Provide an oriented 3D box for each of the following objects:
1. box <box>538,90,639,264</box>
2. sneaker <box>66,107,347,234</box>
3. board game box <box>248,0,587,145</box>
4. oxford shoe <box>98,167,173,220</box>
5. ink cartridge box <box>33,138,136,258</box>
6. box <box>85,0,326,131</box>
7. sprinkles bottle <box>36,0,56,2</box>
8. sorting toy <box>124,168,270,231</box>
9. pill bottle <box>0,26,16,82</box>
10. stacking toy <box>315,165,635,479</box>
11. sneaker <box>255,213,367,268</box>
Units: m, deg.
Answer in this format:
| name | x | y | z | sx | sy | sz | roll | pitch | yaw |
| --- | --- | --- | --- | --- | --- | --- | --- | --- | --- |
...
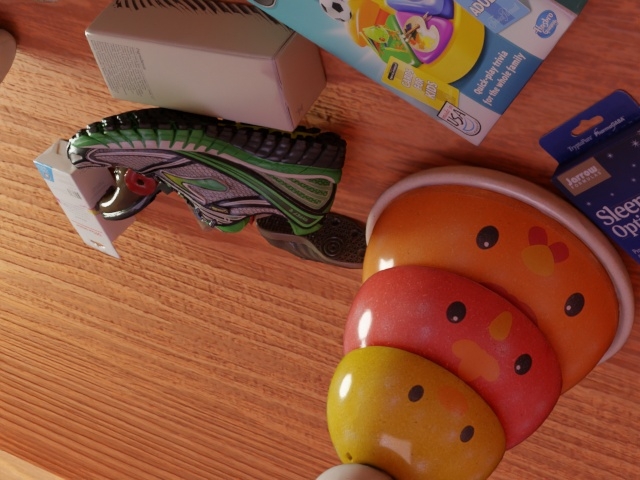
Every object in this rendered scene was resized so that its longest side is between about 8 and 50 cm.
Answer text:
| name | x | y | z | sx | sy | sz | roll | pitch | yaw |
| --- | --- | --- | --- | --- | --- | --- | --- | --- | --- |
| box | 0.347 | -0.050 | 1.111 | 0.225 | 0.036 | 0.136 | 42 | 145 | -10 |
| sneaker | -0.147 | -0.080 | 1.277 | 0.343 | 0.134 | 0.146 | 9 | 106 | 3 |
| board game box | 0.069 | -0.259 | 1.002 | 0.336 | 0.079 | 0.254 | 32 | 156 | 2 |
| oxford shoe | -0.265 | -0.101 | 1.514 | 0.227 | 0.083 | 0.096 | -30 | 110 | 40 |
| ink cartridge box | -0.362 | -0.065 | 1.634 | 0.104 | 0.061 | 0.181 | 20 | 145 | 39 |
| box | -0.138 | -0.220 | 1.244 | 0.275 | 0.094 | 0.113 | 14 | 142 | 26 |
| sprinkles bottle | -0.468 | -0.370 | 1.303 | 0.355 | 0.121 | 0.121 | 12 | 141 | 28 |
| sorting toy | -0.129 | -0.071 | 1.395 | 0.274 | 0.046 | 0.132 | -13 | 123 | 25 |
| pill bottle | -0.549 | -0.295 | 1.465 | 0.208 | 0.118 | 0.117 | 33 | 146 | 2 |
| stacking toy | 0.128 | 0.182 | 1.179 | 0.350 | 0.480 | 0.351 | 22 | 145 | 16 |
| sneaker | 0.000 | 0.000 | 1.446 | 0.188 | 0.066 | 0.071 | 22 | 161 | 26 |
